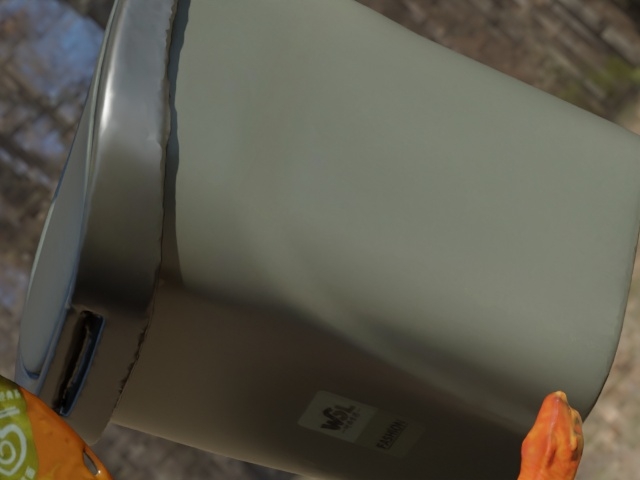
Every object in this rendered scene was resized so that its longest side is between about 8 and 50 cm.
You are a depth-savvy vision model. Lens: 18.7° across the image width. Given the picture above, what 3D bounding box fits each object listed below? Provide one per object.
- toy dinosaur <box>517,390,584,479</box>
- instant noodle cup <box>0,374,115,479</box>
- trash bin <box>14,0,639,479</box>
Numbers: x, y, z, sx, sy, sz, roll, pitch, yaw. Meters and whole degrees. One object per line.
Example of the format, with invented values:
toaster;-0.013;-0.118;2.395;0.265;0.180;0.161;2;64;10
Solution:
toy dinosaur;0.008;0.175;0.713;0.288;0.117;0.070;-59;27;-2
instant noodle cup;-0.188;0.175;0.708;0.182;0.230;0.230;-22;-1;31
trash bin;0.000;0.000;0.896;0.220;0.250;0.219;119;169;-55
